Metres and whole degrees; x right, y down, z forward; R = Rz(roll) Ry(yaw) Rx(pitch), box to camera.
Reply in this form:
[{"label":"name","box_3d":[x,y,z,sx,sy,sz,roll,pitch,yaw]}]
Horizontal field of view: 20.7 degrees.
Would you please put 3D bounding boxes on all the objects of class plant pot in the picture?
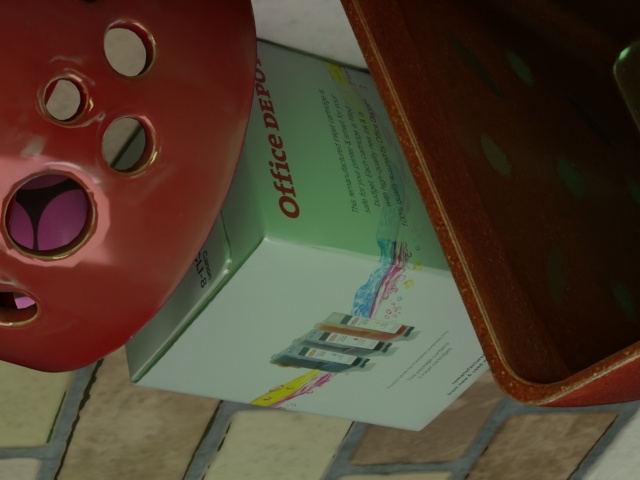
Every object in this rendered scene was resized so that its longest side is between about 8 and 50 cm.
[{"label":"plant pot","box_3d":[-0.146,-0.059,0.676,0.174,0.191,0.191,20,132,-36]},{"label":"plant pot","box_3d":[0.187,-0.084,0.727,0.267,0.267,0.235,-29,154,18]}]

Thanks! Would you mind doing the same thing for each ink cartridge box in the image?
[{"label":"ink cartridge box","box_3d":[0.000,0.000,0.863,0.176,0.128,0.127,14,136,-33]}]

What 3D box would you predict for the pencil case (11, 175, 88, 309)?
[{"label":"pencil case","box_3d":[-0.209,0.003,0.811,0.209,0.098,0.095,4,163,-22]}]
